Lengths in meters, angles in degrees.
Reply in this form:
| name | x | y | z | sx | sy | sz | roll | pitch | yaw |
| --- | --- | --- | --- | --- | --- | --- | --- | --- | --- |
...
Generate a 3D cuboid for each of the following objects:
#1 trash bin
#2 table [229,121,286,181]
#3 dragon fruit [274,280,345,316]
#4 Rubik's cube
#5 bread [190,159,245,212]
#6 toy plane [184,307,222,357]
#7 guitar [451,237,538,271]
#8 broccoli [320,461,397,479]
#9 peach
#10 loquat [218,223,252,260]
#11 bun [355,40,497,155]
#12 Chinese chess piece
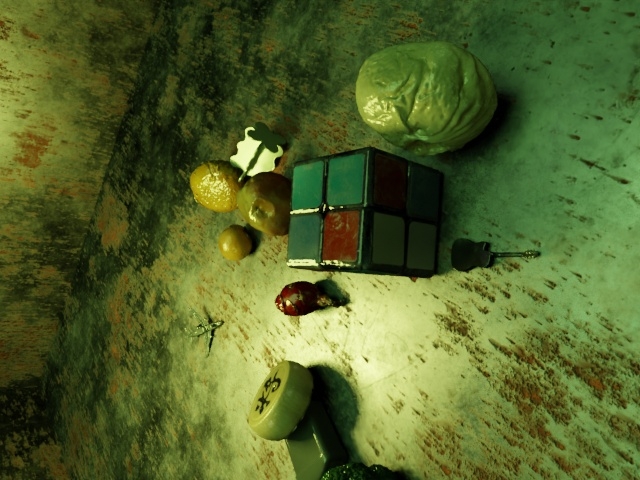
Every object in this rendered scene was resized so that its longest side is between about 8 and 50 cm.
| name | x | y | z | sx | sy | sz | roll | pitch | yaw |
| --- | --- | --- | --- | --- | --- | --- | --- | --- | --- |
| trash bin | -0.023 | 0.651 | 1.685 | 0.177 | 0.101 | 0.236 | -51 | 49 | 30 |
| table | -0.244 | -0.320 | 2.030 | 0.198 | 0.166 | 0.167 | -53 | 50 | 37 |
| dragon fruit | -0.034 | 0.197 | 1.760 | 0.245 | 0.125 | 0.125 | 1 | 71 | 32 |
| Rubik's cube | 0.119 | -0.063 | 1.490 | 0.318 | 0.313 | 0.317 | -2 | 82 | 47 |
| bread | -0.402 | -0.223 | 2.149 | 0.239 | 0.240 | 0.139 | -28 | 23 | 40 |
| toy plane | -0.490 | 0.375 | 2.237 | 0.226 | 0.058 | 0.226 | -27 | 81 | 41 |
| guitar | 0.436 | 0.036 | 1.354 | 0.233 | 0.025 | 0.088 | -2 | 81 | 46 |
| broccoli | 0.095 | 0.760 | 1.447 | 0.297 | 0.297 | 0.297 | -34 | 82 | 37 |
| peach | -0.184 | -0.120 | 1.910 | 0.214 | 0.214 | 0.236 | -36 | 77 | 37 |
| loquat | -0.333 | 0.008 | 2.078 | 0.141 | 0.141 | 0.141 | -9 | 78 | 45 |
| bun | 0.261 | -0.344 | 1.375 | 0.349 | 0.352 | 0.228 | 167 | 118 | -71 |
| Chinese chess piece | -0.127 | 0.514 | 1.722 | 0.257 | 0.104 | 0.257 | -51 | 15 | 20 |
